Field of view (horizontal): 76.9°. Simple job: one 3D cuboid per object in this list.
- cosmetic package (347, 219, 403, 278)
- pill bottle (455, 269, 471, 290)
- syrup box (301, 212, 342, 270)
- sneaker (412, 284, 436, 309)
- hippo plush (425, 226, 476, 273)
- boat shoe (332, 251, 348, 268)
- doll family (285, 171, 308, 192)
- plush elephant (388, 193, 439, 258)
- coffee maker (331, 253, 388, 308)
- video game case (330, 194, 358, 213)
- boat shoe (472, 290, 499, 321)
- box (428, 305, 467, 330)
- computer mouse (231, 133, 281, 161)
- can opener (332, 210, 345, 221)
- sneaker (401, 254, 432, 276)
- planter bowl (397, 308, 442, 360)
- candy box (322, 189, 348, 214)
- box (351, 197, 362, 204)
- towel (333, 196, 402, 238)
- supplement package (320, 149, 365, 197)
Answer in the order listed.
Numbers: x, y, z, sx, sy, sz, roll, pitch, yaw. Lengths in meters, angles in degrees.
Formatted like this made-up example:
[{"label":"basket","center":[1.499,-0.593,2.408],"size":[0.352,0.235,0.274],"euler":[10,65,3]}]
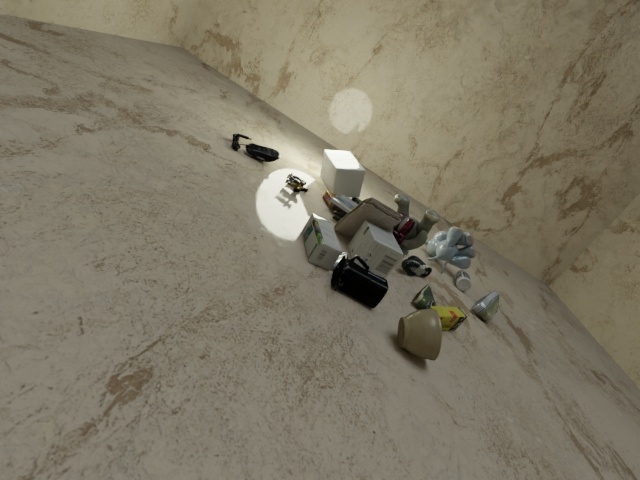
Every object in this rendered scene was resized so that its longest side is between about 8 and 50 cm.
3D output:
[{"label":"cosmetic package","center":[0.227,0.040,1.694],"size":[0.151,0.151,0.184],"euler":[26,22,-19]},{"label":"pill bottle","center":[0.781,0.216,2.212],"size":[0.078,0.078,0.137],"euler":[35,22,2]},{"label":"syrup box","center":[0.000,0.000,1.532],"size":[0.096,0.093,0.237],"euler":[24,24,-23]},{"label":"sneaker","center":[0.446,0.250,1.695],"size":[0.086,0.064,0.192],"euler":[47,24,11]},{"label":"hippo plush","center":[0.734,0.063,2.337],"size":[0.234,0.294,0.236],"euler":[42,-6,-11]},{"label":"boat shoe","center":[0.082,0.084,1.541],"size":[0.040,0.049,0.142],"euler":[70,24,-13]},{"label":"doll family","center":[-0.111,-0.280,1.997],"size":[0.111,0.076,0.193],"euler":[28,19,-2]},{"label":"plush elephant","center":[0.352,-0.033,1.922],"size":[0.255,0.330,0.272],"euler":[-13,40,-32]},{"label":"coffee maker","center":[0.133,0.156,1.397],"size":[0.178,0.120,0.171],"euler":[29,45,-9]},{"label":"video game case","center":[0.168,-0.159,2.048],"size":[0.212,0.023,0.193],"euler":[36,21,12]},{"label":"boat shoe","center":[0.859,0.338,2.066],"size":[0.302,0.109,0.094],"euler":[-15,67,-51]},{"label":"box","center":[0.483,0.308,1.585],"size":[0.232,0.087,0.058],"euler":[13,30,-45]},{"label":"computer mouse","center":[-0.343,-0.476,2.103],"size":[0.261,0.060,0.184],"euler":[9,34,-25]},{"label":"can opener","center":[0.132,-0.092,1.981],"size":[0.186,0.073,0.059],"euler":[19,68,-36]},{"label":"sneaker","center":[0.443,0.117,1.951],"size":[0.234,0.078,0.106],"euler":[16,25,-47]},{"label":"planter bowl","center":[0.310,0.297,1.293],"size":[0.109,0.162,0.162],"euler":[5,25,-3]},{"label":"candy box","center":[0.109,-0.191,2.150],"size":[0.186,0.053,0.109],"euler":[19,26,-30]},{"label":"box","center":[0.216,-0.206,2.333],"size":[0.083,0.052,0.062],"euler":[44,24,27]},{"label":"towel","center":[0.206,-0.076,1.781],"size":[0.187,0.282,0.049],"euler":[28,53,-17]},{"label":"supplement package","center":[0.125,-0.394,2.366],"size":[0.175,0.178,0.293],"euler":[1,33,-16]}]
